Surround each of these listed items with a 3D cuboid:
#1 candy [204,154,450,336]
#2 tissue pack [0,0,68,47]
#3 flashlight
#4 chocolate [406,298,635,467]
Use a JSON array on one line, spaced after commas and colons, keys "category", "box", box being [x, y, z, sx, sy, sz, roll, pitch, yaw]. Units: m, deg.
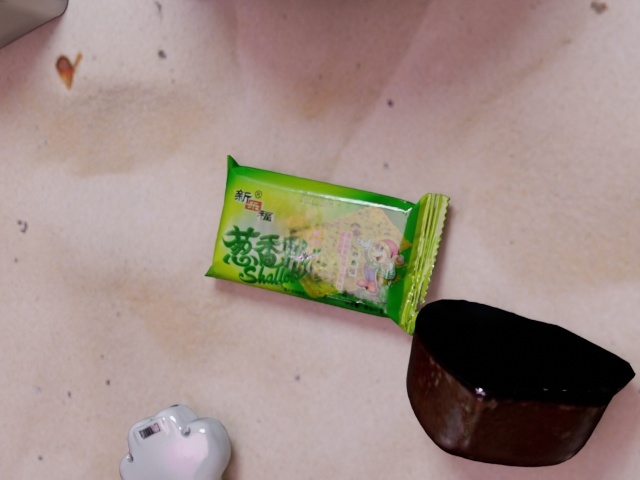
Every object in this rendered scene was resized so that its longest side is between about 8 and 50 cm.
[{"category": "candy", "box": [0.000, 0.000, 0.848, 0.178, 0.032, 0.102, 13, 97, 20]}, {"category": "tissue pack", "box": [-0.335, -0.268, 0.910, 0.159, 0.136, 0.246, -23, 85, 20]}, {"category": "flashlight", "box": [-0.083, 0.222, 0.882, 0.093, 0.047, 0.200, -28, 85, 20]}, {"category": "chocolate", "box": [0.123, 0.108, 0.768, 0.149, 0.125, 0.080, 17, 114, 15]}]
